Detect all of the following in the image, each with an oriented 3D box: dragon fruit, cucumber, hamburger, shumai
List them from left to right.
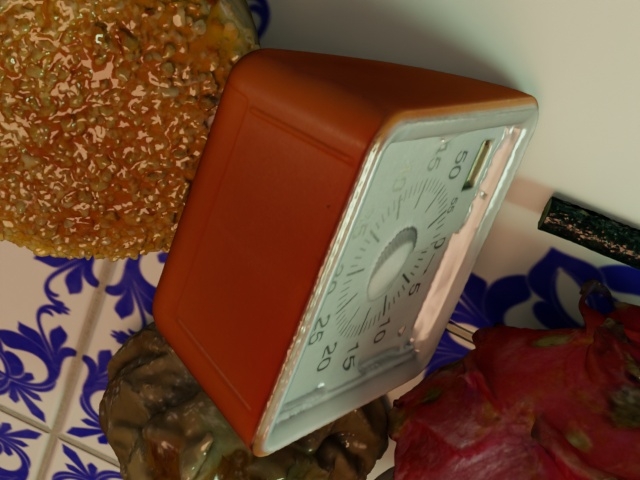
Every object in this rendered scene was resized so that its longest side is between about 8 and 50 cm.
[{"bbox_3d":[-0.182,-0.115,0.869,0.302,0.170,0.302,4,124,5],"label":"hamburger"},{"bbox_3d":[-0.115,0.236,1.148,0.314,0.262,0.267,5,133,22],"label":"shumai"},{"bbox_3d":[0.242,0.001,0.928,0.133,0.032,0.032,21,137,2],"label":"cucumber"},{"bbox_3d":[0.245,0.211,0.891,0.371,0.386,0.249,51,123,5],"label":"dragon fruit"}]

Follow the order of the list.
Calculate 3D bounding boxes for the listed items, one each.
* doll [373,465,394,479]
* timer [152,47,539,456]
[{"bbox_3d":[0.113,0.261,1.121,0.111,0.252,0.237,63,171,15],"label":"doll"},{"bbox_3d":[0.033,-0.002,0.841,0.161,0.250,0.257,39,117,38],"label":"timer"}]
